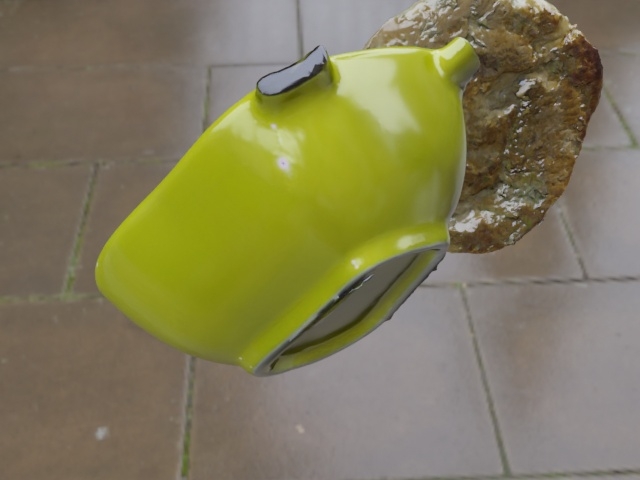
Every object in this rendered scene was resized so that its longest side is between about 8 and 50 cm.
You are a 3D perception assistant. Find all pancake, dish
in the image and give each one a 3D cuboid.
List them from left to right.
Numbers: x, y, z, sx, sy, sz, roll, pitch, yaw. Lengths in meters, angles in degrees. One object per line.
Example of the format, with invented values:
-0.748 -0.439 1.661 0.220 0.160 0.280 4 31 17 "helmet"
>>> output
0.000 0.000 0.690 0.221 0.262 0.108 -14 66 -44 "dish"
0.179 -0.150 1.400 0.356 0.356 0.065 -5 30 -7 "pancake"
